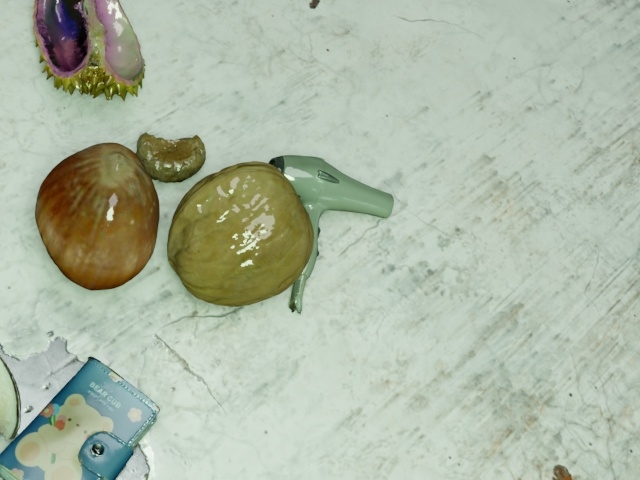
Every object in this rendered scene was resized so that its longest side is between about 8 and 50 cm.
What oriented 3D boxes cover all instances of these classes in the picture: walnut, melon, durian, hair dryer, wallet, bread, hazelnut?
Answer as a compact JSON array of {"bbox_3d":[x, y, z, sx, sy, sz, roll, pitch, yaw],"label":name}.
[{"bbox_3d":[-0.124,-0.006,1.456,0.228,0.228,0.228,9,60,-16],"label":"walnut"},{"bbox_3d":[-0.458,0.185,1.299,0.182,0.054,0.098,29,64,10],"label":"melon"},{"bbox_3d":[-0.370,-0.331,1.592,0.186,0.153,0.261,21,51,-35],"label":"durian"},{"bbox_3d":[0.029,-0.014,1.614,0.229,0.092,0.267,-4,78,-30],"label":"hair dryer"},{"bbox_3d":[-0.325,0.272,1.311,0.141,0.059,0.202,35,55,6],"label":"wallet"},{"bbox_3d":[-0.242,-0.129,1.565,0.113,0.060,0.082,5,61,-17],"label":"bread"},{"bbox_3d":[-0.315,-0.042,1.405,0.176,0.214,0.214,-2,63,-37],"label":"hazelnut"}]
